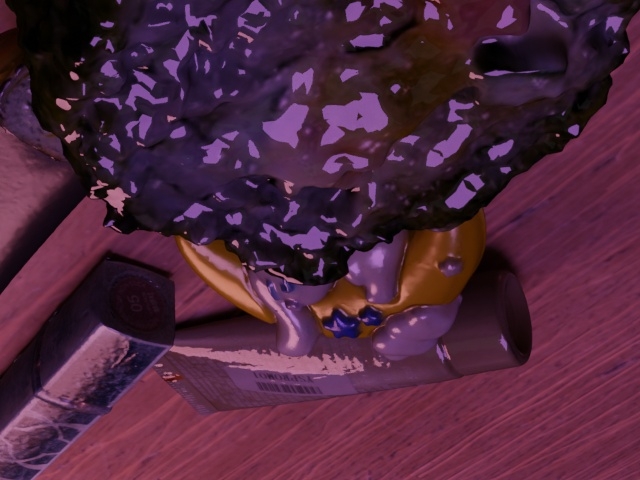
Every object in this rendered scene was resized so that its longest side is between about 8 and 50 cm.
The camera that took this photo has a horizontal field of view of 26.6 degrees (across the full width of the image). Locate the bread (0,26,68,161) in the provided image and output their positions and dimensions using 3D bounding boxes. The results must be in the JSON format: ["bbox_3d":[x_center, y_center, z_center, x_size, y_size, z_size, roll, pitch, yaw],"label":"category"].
[{"bbox_3d":[-0.165,-0.101,0.890,0.083,0.094,0.157,-51,142,5],"label":"bread"}]

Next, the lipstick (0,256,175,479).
[{"bbox_3d":[-0.224,0.123,1.187,0.078,0.076,0.290,19,139,-28],"label":"lipstick"}]

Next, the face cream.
[{"bbox_3d":[0.009,0.094,1.173,0.341,0.084,0.137,-12,140,24],"label":"face cream"}]

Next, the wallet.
[{"bbox_3d":[-0.267,-0.031,1.016,0.149,0.044,0.250,26,134,-27],"label":"wallet"}]

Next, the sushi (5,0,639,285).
[{"bbox_3d":[0.018,-0.139,0.739,0.352,0.178,0.294,-33,134,18],"label":"sushi"}]

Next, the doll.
[{"bbox_3d":[0.000,0.000,1.009,0.237,0.111,0.252,16,143,6],"label":"doll"}]
